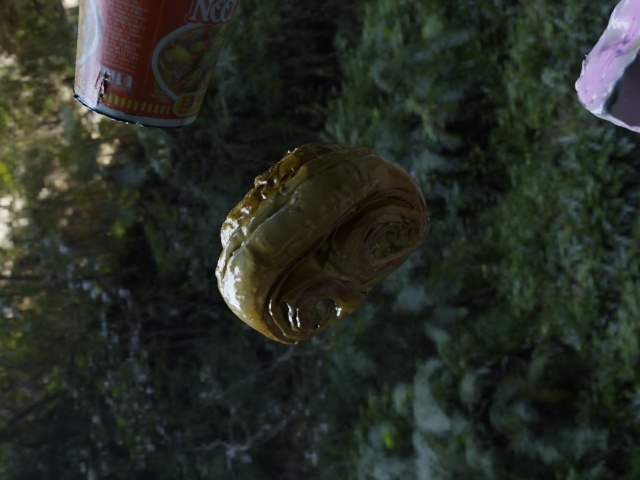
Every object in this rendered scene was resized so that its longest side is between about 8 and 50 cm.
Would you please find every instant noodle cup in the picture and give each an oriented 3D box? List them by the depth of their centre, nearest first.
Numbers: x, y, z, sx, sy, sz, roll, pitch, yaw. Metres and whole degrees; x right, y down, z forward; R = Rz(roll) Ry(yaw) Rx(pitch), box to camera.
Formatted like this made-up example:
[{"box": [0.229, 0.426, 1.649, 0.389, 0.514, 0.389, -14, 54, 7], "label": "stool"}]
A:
[{"box": [-0.166, -0.232, 1.078, 0.193, 0.193, 0.212, -50, -22, -66], "label": "instant noodle cup"}]

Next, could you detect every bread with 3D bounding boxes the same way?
[{"box": [-0.002, -0.001, 1.157, 0.120, 0.236, 0.198, 51, -173, 39], "label": "bread"}]

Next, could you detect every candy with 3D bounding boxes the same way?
[{"box": [0.444, -0.180, 1.250, 0.116, 0.265, 0.156, -103, 34, -54], "label": "candy"}]
